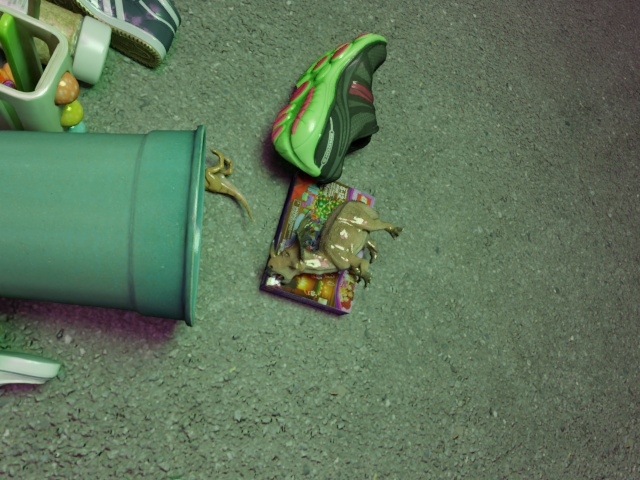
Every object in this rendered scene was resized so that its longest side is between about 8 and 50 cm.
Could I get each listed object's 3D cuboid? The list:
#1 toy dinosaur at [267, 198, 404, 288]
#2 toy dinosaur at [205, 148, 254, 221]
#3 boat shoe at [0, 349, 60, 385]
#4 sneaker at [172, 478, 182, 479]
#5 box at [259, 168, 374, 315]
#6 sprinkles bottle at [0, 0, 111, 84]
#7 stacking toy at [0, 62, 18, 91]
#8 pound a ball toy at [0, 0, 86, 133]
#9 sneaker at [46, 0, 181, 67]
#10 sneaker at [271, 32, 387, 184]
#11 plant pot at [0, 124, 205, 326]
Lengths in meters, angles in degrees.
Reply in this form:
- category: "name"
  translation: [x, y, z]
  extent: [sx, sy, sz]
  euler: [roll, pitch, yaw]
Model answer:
- category: "toy dinosaur"
  translation: [0.041, -0.014, 0.912]
  extent: [0.200, 0.127, 0.296]
  euler: [39, 59, -1]
- category: "toy dinosaur"
  translation: [-0.221, -0.128, 0.938]
  extent: [0.211, 0.064, 0.112]
  euler: [22, 86, -6]
- category: "boat shoe"
  translation: [-0.556, 0.214, 0.683]
  extent: [0.258, 0.095, 0.084]
  euler: [8, 76, -10]
- category: "sneaker"
  translation: [-0.261, 0.521, 0.727]
  extent: [0.094, 0.080, 0.212]
  euler: [-5, 79, -12]
- category: "box"
  translation: [0.000, 0.000, 0.986]
  extent: [0.201, 0.057, 0.293]
  euler: [20, 68, -17]
- category: "sprinkles bottle"
  translation: [-0.580, -0.407, 0.784]
  extent: [0.355, 0.121, 0.121]
  euler: [15, 70, -31]
- category: "stacking toy"
  translation: [-0.626, -0.255, 0.738]
  extent: [0.165, 0.175, 0.302]
  euler: [20, 35, 15]
- category: "pound a ball toy"
  translation: [-0.452, -0.276, 0.720]
  extent: [0.135, 0.319, 0.208]
  euler: [21, 71, -20]
- category: "sneaker"
  translation: [-0.438, -0.506, 0.921]
  extent: [0.282, 0.099, 0.153]
  euler: [29, 68, -18]
- category: "sneaker"
  translation: [0.048, -0.323, 1.046]
  extent: [0.202, 0.185, 0.483]
  euler: [49, 54, -31]
- category: "plant pot"
  translation: [-0.368, -0.032, 0.710]
  extent: [0.334, 0.341, 0.341]
  euler: [3, 74, -14]
